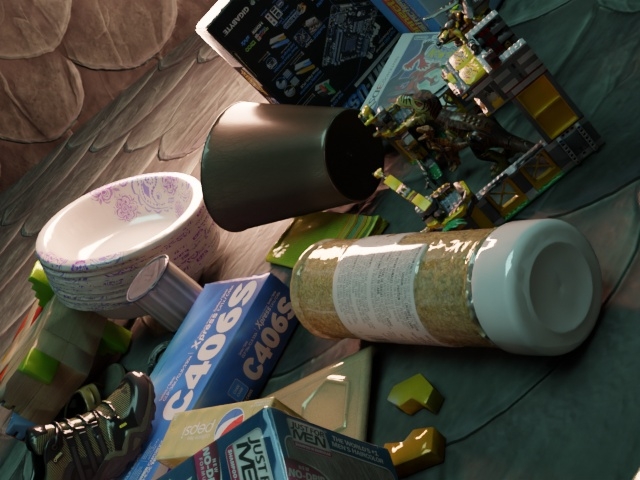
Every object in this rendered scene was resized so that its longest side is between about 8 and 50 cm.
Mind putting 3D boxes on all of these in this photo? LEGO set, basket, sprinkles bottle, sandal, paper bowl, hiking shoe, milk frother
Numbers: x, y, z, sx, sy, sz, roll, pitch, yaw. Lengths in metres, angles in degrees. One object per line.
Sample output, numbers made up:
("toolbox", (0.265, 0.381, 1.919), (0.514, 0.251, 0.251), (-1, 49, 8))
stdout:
("LEGO set", (0.149, -0.162, 1.126), (0.255, 0.192, 0.331), (-35, 33, 21))
("basket", (-0.035, -0.114, 1.399), (0.227, 0.154, 0.204), (-2, 67, 42))
("sprinkles bottle", (0.108, 0.048, 0.996), (0.355, 0.121, 0.121), (-5, 48, 56))
("sandal", (-0.359, 0.262, 1.491), (0.090, 0.060, 0.219), (-22, 28, 42))
("paper bowl", (-0.300, 0.019, 1.595), (0.284, 0.148, 0.284), (-12, 29, 7))
("hiking shoe", (-0.284, 0.238, 1.166), (0.086, 0.114, 0.226), (-9, 44, 53))
("milk frother", (-0.225, 0.117, 1.411), (0.129, 0.135, 0.143), (-3, 49, 58))

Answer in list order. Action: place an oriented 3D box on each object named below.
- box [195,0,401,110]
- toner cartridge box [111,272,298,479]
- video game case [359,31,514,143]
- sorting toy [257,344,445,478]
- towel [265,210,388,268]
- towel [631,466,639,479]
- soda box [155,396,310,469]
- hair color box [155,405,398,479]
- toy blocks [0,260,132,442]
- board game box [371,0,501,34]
("box", (0.015, -0.326, 1.504), (0.295, 0.293, 0.073), (-50, 25, -5))
("toner cartridge box", (-0.162, 0.204, 1.251), (0.165, 0.075, 0.347), (-14, 40, 52))
("video game case", (0.151, -0.216, 1.374), (0.201, 0.023, 0.183), (10, 66, 47))
("sorting toy", (-0.001, 0.206, 1.031), (0.307, 0.041, 0.229), (-30, 29, 32))
("towel", (0.000, 0.000, 1.364), (0.102, 0.021, 0.237), (-52, 25, -14))
("towel", (0.333, 0.154, 0.582), (0.324, 0.056, 0.312), (-51, 28, -15))
("soda box", (-0.097, 0.216, 1.059), (0.181, 0.058, 0.061), (-17, 43, 45))
("hair color box", (-0.105, 0.292, 0.884), (0.347, 0.174, 0.105), (-37, 49, 23))
("toy blocks", (-0.467, 0.191, 1.680), (0.261, 0.191, 0.381), (-48, 21, 27))
("board game box", (0.165, -0.476, 1.471), (0.086, 0.308, 0.302), (-6, 46, 57))
